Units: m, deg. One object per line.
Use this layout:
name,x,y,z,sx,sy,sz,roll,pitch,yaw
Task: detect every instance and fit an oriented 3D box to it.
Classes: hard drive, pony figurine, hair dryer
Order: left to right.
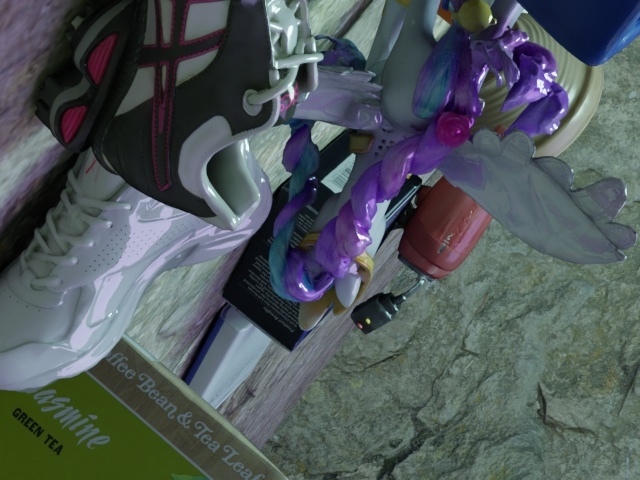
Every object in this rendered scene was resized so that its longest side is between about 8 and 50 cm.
hard drive,-0.110,0.139,1.667,0.210,0.040,0.318,-44,170,-42
pony figurine,0.080,-0.108,0.932,0.363,0.303,0.351,-65,-176,-12
hair dryer,0.127,-0.039,1.448,0.293,0.080,0.223,-39,-152,42

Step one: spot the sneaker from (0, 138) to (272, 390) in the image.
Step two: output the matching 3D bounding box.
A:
sneaker,-0.134,-0.010,0.741,0.232,0.090,0.115,-42,146,-23

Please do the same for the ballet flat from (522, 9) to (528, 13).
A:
ballet flat,0.259,-0.234,1.701,0.400,0.139,0.139,-50,172,-4

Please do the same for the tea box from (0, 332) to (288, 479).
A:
tea box,-0.201,0.250,0.992,0.323,0.220,0.329,-49,172,-11

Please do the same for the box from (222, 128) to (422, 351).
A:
box,0.000,0.000,1.401,0.153,0.108,0.207,-44,170,-44

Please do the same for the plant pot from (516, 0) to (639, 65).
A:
plant pot,0.175,-0.274,0.716,0.236,0.212,0.236,-40,167,-50

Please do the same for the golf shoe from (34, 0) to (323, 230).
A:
golf shoe,-0.038,-0.122,0.576,0.105,0.120,0.273,-42,167,-43

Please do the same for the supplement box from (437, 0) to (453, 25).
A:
supplement box,0.212,-0.302,1.329,0.233,0.080,0.078,-42,169,-40

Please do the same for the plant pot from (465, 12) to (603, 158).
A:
plant pot,0.214,-0.197,1.516,0.237,0.237,0.110,-50,133,-4

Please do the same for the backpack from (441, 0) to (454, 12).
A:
backpack,0.159,-0.261,1.176,0.114,0.084,0.105,-55,173,-2
